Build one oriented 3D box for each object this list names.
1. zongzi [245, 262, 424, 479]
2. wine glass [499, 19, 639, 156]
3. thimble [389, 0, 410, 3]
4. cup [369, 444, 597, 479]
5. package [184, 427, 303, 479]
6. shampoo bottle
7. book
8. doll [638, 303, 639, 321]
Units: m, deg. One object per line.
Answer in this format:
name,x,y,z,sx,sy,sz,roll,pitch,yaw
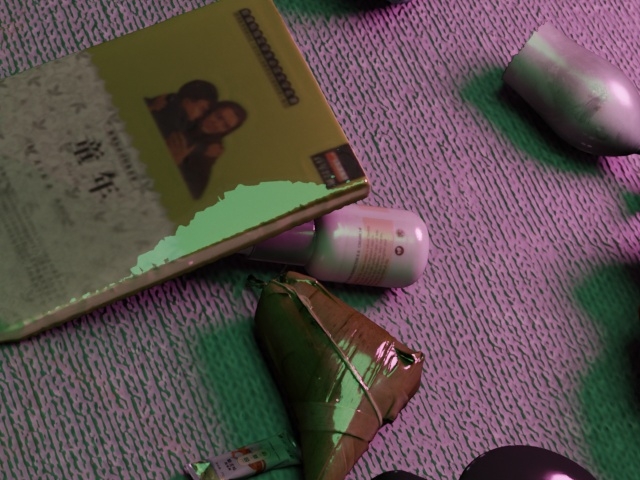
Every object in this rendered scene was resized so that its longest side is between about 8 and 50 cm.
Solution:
zongzi,-0.028,0.119,1.702,0.189,0.081,0.178,35,59,11
wine glass,0.280,-0.131,1.998,0.202,0.093,0.093,41,51,6
thimble,0.091,-0.354,2.011,0.143,0.198,0.235,37,44,8
cup,0.129,0.253,1.596,0.223,0.176,0.169,28,49,1
package,-0.062,0.187,1.671,0.110,0.015,0.037,-16,59,-33
shampoo bottle,0.000,0.000,1.797,0.192,0.074,0.074,6,54,-17
book,-0.163,-0.074,1.733,0.352,0.035,0.239,-22,65,-11
doll,0.386,0.092,1.836,0.183,0.160,0.363,11,55,-14
